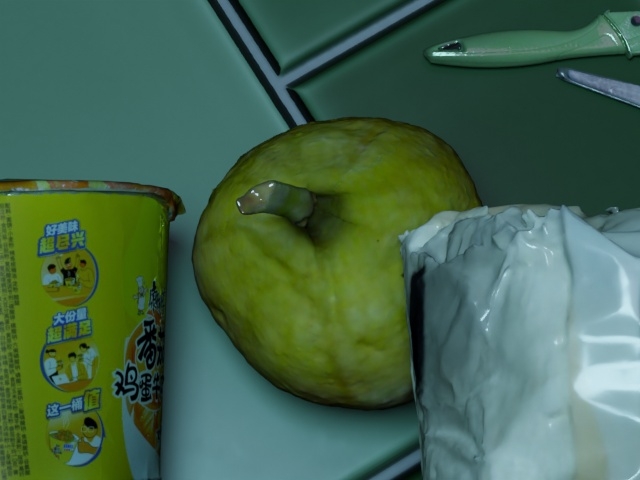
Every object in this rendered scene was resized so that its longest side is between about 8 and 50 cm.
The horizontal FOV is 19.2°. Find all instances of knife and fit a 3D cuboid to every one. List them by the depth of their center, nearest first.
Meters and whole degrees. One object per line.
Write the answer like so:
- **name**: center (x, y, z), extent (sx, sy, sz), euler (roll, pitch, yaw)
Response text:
- **knife**: center (0.161, -0.118, 1.093), extent (0.207, 0.014, 0.030), euler (-4, 76, -4)

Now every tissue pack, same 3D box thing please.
- **tissue pack**: center (0.223, 0.150, 0.869), extent (0.376, 0.195, 0.390), euler (7, 75, -23)

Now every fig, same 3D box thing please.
- **fig**: center (0.000, 0.000, 0.938), extent (0.159, 0.257, 0.159), euler (-2, 81, 13)

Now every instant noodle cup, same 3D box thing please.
- **instant noodle cup**: center (-0.165, 0.056, 0.949), extent (0.205, 0.205, 0.153), euler (-5, 82, -3)

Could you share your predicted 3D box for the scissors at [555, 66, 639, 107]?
- **scissors**: center (0.226, -0.070, 1.081), extent (0.189, 0.015, 0.100), euler (18, 78, 4)
